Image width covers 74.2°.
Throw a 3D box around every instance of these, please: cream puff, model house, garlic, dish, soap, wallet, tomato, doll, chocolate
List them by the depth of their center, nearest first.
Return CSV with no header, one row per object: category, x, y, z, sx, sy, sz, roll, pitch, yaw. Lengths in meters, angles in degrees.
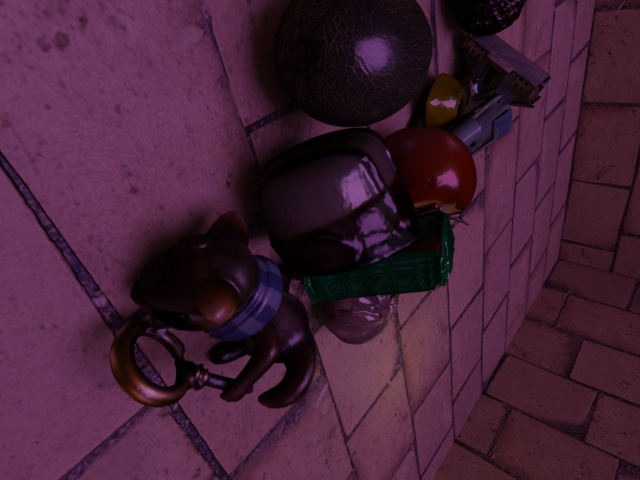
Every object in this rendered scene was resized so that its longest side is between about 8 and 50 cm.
doll,-0.146,0.125,0.698,0.340,0.209,0.318,53,31,-48
chocolate,0.023,-0.085,0.727,0.283,0.283,0.186,-35,122,-37
soap,0.115,0.038,0.819,0.098,0.273,0.218,68,27,-24
tomato,0.232,-0.143,0.986,0.256,0.256,0.224,28,67,-51
garlic,0.105,0.137,1.001,0.228,0.152,0.228,-45,147,-40
cream puff,0.433,-0.649,1.076,0.239,0.165,0.239,-5,97,-43
dish,0.342,-0.362,1.127,0.207,0.080,0.149,-33,137,-55
wallet,0.389,-0.268,1.142,0.250,0.075,0.176,-35,160,11
model house,0.482,-0.438,1.224,0.178,0.271,0.206,-40,167,-36

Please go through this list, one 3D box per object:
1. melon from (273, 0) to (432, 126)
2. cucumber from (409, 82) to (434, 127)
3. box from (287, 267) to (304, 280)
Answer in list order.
melon,0.064,-0.316,0.716,0.301,0.237,0.237,-29,126,-47
cucumber,0.264,-0.333,1.114,0.036,0.033,0.184,51,60,-72
box,0.000,0.000,0.931,0.121,0.030,0.193,21,87,-52
